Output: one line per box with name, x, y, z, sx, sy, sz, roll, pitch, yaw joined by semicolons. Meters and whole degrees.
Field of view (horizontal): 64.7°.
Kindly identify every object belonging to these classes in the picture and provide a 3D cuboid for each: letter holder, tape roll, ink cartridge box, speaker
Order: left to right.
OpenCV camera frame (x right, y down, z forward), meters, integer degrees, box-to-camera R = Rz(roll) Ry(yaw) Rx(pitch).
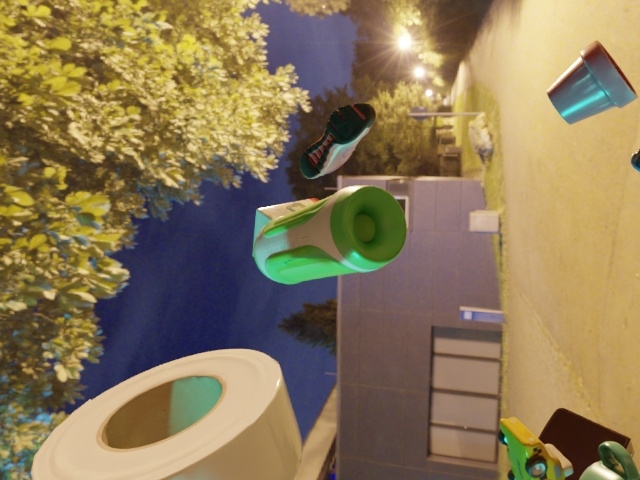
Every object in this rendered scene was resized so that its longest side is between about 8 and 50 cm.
tape roll;-0.169;0.236;0.588;0.286;0.286;0.100;-50;-53;-68
ink cartridge box;-0.051;-0.025;1.276;0.231;0.078;0.134;-14;-56;-39
speaker;0.000;0.000;0.803;0.297;0.131;0.131;-16;65;58
letter holder;0.736;0.678;1.470;0.301;0.214;0.152;-56;-46;-15

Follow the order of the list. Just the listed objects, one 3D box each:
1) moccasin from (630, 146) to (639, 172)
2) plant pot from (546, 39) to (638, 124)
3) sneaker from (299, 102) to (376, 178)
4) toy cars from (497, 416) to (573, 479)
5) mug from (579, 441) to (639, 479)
moccasin;1.014;-0.174;1.357;0.138;0.342;0.116;-19;-43;-36
plant pot;0.772;-0.440;1.462;0.201;0.180;0.201;28;-136;-32
sneaker;0.067;-0.320;1.613;0.136;0.314;0.115;-10;-116;-55
toy cars;0.417;0.478;0.829;0.176;0.087;0.393;82;167;-65
mug;0.514;0.444;0.857;0.157;0.129;0.097;52;169;-2
